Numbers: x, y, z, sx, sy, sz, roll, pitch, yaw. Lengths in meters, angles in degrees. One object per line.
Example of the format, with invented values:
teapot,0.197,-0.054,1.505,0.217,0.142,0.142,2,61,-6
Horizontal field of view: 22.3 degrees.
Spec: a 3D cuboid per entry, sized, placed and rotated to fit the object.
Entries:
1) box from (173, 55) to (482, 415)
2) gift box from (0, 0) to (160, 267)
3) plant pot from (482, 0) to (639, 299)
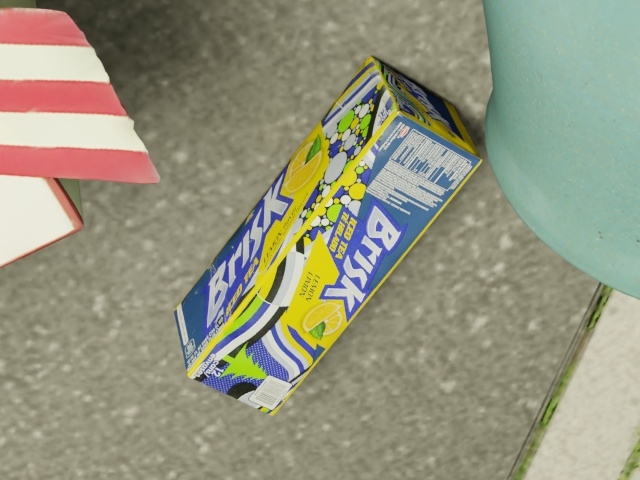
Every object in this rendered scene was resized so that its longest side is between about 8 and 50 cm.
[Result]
box,0.000,0.000,0.773,0.054,0.059,0.169,29,112,-27
gift box,-0.217,-0.077,0.548,0.255,0.258,0.276,-29,124,6
plant pot,0.180,-0.116,0.635,0.272,0.271,0.255,-2,138,-13
